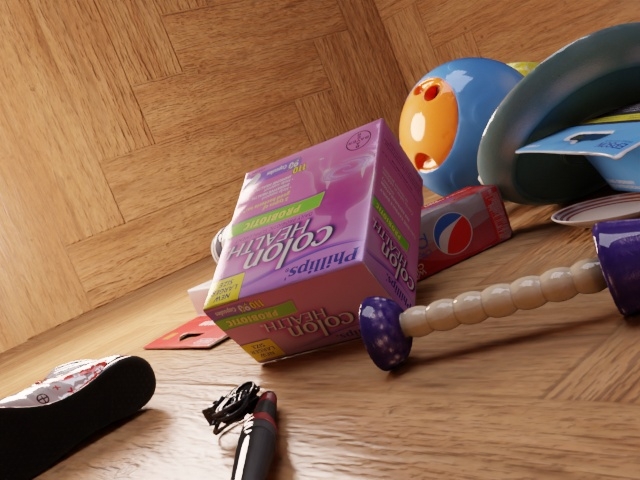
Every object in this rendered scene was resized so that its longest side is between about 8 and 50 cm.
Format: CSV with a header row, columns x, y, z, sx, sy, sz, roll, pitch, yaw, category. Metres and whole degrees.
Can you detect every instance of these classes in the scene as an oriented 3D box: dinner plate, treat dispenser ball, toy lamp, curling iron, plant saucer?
x,y,z,sx,sy,sz,roll,pitch,yaw,category
0.355,-0.036,0.849,0.141,0.017,0.141,-16,9,3,dinner plate
0.302,-0.221,1.402,0.288,0.288,0.288,-22,6,3,treat dispenser ball
0.167,0.045,0.581,0.275,0.080,0.080,-21,6,25,toy lamp
-0.060,0.162,0.549,0.068,0.035,0.274,-27,6,-6,curling iron
0.373,-0.153,0.967,0.318,0.043,0.317,-15,-37,-11,plant saucer

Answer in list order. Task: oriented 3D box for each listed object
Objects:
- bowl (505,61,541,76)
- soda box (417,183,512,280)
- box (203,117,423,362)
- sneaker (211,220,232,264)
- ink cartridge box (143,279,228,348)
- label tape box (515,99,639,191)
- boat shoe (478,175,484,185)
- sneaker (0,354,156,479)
x,y,z,sx,sy,sz,roll,pitch,yaw,category
0.449,-0.249,1.589,0.290,0.289,0.156,-17,50,38,bowl
0.135,0.006,0.991,0.263,0.083,0.092,-23,7,-13,soda box
0.000,0.000,0.848,0.214,0.117,0.242,-18,41,28,box
-0.048,-0.043,1.318,0.321,0.126,0.127,-34,5,-24,sneaker
-0.162,0.106,1.237,0.261,0.066,0.296,-25,7,-34,ink cartridge box
0.442,-0.118,0.800,0.348,0.115,0.249,-22,9,-4,label tape box
0.396,-0.129,1.213,0.305,0.091,0.109,-27,17,-31,boat shoe
-0.341,0.215,0.831,0.270,0.090,0.145,-22,4,-38,sneaker
